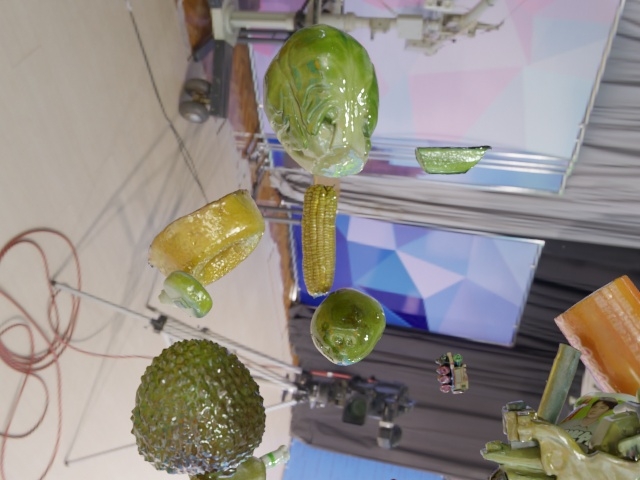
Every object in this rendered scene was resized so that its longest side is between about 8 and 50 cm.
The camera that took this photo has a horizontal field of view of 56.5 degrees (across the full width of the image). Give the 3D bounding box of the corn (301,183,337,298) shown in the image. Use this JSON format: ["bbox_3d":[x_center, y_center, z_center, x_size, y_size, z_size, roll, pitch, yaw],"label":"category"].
[{"bbox_3d":[-0.003,-0.001,1.604,0.102,0.101,0.313,46,43,-74],"label":"corn"}]

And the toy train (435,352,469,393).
[{"bbox_3d":[0.374,0.375,1.688,0.050,0.086,0.138,-94,172,-57],"label":"toy train"}]

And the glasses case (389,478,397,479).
[{"bbox_3d":[0.184,0.822,1.825,0.194,0.073,0.049,-45,155,-9],"label":"glasses case"}]

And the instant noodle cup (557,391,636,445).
[{"bbox_3d":[0.625,0.540,1.374,0.307,0.294,0.294,-25,135,-23],"label":"instant noodle cup"}]

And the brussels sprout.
[{"bbox_3d":[0.011,-0.334,1.466,0.281,0.289,0.355,1,70,-44],"label":"brussels sprout"}]

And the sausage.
[{"bbox_3d":[0.805,0.271,1.598,0.287,0.233,0.233,63,0,22],"label":"sausage"}]

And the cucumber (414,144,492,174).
[{"bbox_3d":[0.324,-0.198,1.469,0.046,0.219,0.071,-160,-112,-67],"label":"cucumber"}]

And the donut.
[{"bbox_3d":[-0.239,0.005,1.325,0.277,0.108,0.277,-39,168,-10],"label":"donut"}]

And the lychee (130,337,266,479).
[{"bbox_3d":[-0.244,0.362,1.221,0.270,0.269,0.320,-63,144,-56],"label":"lychee"}]

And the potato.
[{"bbox_3d":[0.069,0.207,1.492,0.253,0.186,0.149,-92,162,-65],"label":"potato"}]

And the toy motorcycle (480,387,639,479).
[{"bbox_3d":[0.461,0.358,0.966,0.169,0.409,0.237,56,25,-76],"label":"toy motorcycle"}]

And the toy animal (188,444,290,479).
[{"bbox_3d":[-0.261,0.722,1.807,0.363,0.180,0.181,13,78,-54],"label":"toy animal"}]

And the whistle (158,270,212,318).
[{"bbox_3d":[-0.280,0.112,1.172,0.104,0.198,0.057,50,60,-17],"label":"whistle"}]

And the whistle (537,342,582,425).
[{"bbox_3d":[0.600,0.429,1.551,0.068,0.057,0.327,30,81,-74],"label":"whistle"}]
